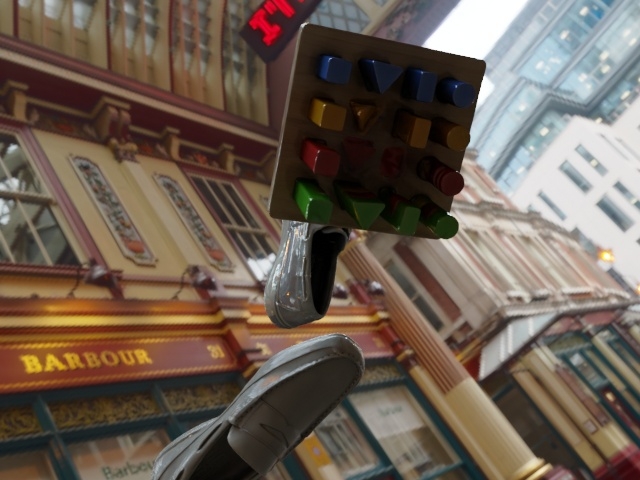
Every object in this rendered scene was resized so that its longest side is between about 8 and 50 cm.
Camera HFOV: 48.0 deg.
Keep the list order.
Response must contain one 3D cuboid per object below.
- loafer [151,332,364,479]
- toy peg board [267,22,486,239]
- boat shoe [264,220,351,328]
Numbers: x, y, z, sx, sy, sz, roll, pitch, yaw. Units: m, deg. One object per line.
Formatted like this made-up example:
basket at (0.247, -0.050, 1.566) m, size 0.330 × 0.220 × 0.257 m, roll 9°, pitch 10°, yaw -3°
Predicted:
loafer at (-0.073, 0.237, 0.877) m, size 0.319 × 0.111 × 0.112 m, roll -41°, pitch -64°, yaw 9°
toy peg board at (0.054, -0.077, 0.579) m, size 0.161 × 0.079 × 0.160 m, roll 7°, pitch -73°, yaw -16°
boat shoe at (-0.001, 0.000, 0.866) m, size 0.081 × 0.227 × 0.079 m, roll -8°, pitch -35°, yaw 34°
